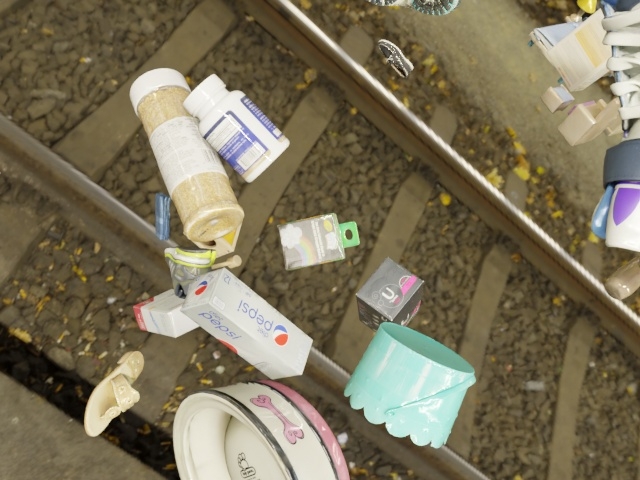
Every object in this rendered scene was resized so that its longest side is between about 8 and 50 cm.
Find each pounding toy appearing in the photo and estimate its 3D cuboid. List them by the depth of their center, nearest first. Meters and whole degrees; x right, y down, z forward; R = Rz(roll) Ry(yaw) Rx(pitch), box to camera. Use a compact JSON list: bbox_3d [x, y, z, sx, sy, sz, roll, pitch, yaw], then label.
[{"bbox_3d":[-0.278,0.000,1.892,0.206,0.094,0.181,46,39,-35],"label":"pounding toy"}]

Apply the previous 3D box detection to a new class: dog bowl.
[{"bbox_3d":[-0.111,0.455,1.303,0.150,0.408,0.408,-20,79,-41],"label":"dog bowl"}]

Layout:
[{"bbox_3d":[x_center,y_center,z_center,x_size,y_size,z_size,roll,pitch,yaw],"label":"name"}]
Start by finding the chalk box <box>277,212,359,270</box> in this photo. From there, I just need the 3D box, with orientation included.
[{"bbox_3d":[0.000,0.000,1.876,0.213,0.132,0.132,-11,88,2],"label":"chalk box"}]

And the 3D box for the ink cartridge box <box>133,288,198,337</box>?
[{"bbox_3d":[-0.384,0.188,1.747,0.127,0.175,0.072,-24,108,-41],"label":"ink cartridge box"}]

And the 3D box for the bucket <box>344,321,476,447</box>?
[{"bbox_3d":[0.209,0.325,1.544,0.281,0.281,0.183,21,98,-27],"label":"bucket"}]

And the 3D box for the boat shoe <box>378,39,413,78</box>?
[{"bbox_3d":[0.195,-0.481,1.778,0.125,0.046,0.038,38,73,-32],"label":"boat shoe"}]

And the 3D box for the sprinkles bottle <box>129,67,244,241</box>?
[{"bbox_3d":[-0.268,-0.172,1.321,0.121,0.121,0.355,-6,60,-39],"label":"sprinkles bottle"}]

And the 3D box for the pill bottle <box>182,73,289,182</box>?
[{"bbox_3d":[-0.158,-0.209,1.232,0.186,0.112,0.112,46,47,-9],"label":"pill bottle"}]

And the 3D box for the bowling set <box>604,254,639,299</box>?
[{"bbox_3d":[0.524,0.043,0.862,0.154,0.287,0.200,-36,75,-13],"label":"bowling set"}]

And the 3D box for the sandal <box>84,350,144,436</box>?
[{"bbox_3d":[-0.442,0.337,1.516,0.240,0.079,0.088,-68,147,-55],"label":"sandal"}]

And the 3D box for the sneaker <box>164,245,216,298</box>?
[{"bbox_3d":[-0.323,0.079,1.608,0.111,0.300,0.121,7,85,-14],"label":"sneaker"}]

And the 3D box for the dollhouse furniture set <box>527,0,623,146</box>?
[{"bbox_3d":[0.549,-0.383,1.308,0.286,0.198,0.303,-17,66,-33],"label":"dollhouse furniture set"}]

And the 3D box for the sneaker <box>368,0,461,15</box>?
[{"bbox_3d":[0.210,-0.609,1.622,0.283,0.110,0.122,29,27,20],"label":"sneaker"}]

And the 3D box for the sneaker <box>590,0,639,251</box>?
[{"bbox_3d":[0.293,-0.110,0.560,0.323,0.130,0.236,45,70,-27],"label":"sneaker"}]

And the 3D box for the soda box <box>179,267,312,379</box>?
[{"bbox_3d":[-0.149,0.180,1.397,0.286,0.098,0.091,44,47,-32],"label":"soda box"}]

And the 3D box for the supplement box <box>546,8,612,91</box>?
[{"bbox_3d":[0.337,-0.236,0.819,0.036,0.098,0.062,-16,76,-40],"label":"supplement box"}]

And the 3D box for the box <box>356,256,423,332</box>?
[{"bbox_3d":[0.220,0.195,2.125,0.143,0.270,0.165,36,75,19],"label":"box"}]

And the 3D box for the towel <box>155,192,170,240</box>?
[{"bbox_3d":[-0.412,-0.063,1.747,0.029,0.067,0.119,-5,106,-27],"label":"towel"}]
